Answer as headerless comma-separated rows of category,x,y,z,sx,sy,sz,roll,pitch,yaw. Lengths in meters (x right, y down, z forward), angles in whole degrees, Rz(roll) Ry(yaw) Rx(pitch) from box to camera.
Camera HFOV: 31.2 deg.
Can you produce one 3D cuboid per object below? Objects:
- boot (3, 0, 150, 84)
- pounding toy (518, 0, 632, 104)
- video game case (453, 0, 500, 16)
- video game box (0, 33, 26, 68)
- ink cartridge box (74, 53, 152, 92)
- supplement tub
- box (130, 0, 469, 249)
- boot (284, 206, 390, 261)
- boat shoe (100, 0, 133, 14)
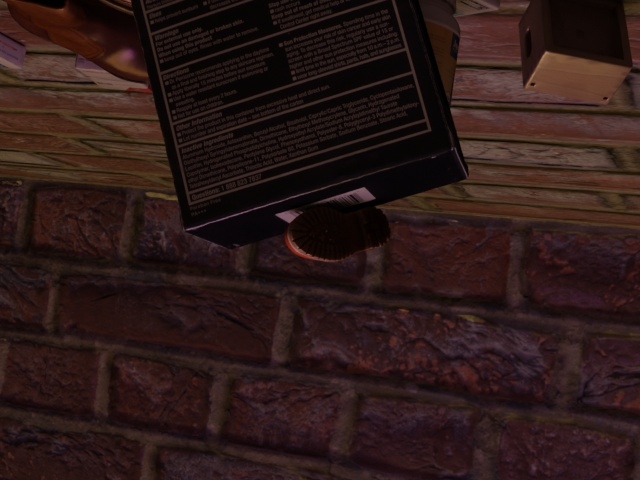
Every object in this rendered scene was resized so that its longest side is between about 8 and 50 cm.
boot,-0.290,-0.285,1.438,0.264,0.096,0.280,26,179,1
pounding toy,0.314,-0.240,1.413,0.130,0.141,0.100,9,145,-10
video game case,0.123,-0.313,1.450,0.157,0.019,0.143,13,172,-43
video game box,-0.650,-0.348,1.993,0.205,0.048,0.187,6,171,20
ink cartridge box,-0.351,-0.301,1.976,0.099,0.056,0.135,7,174,9
supplement tub,0.093,-0.210,1.401,0.144,0.199,0.144,8,175,1
box,-0.021,-0.176,1.252,0.296,0.294,0.183,-16,170,10
boot,0.000,0.000,1.250,0.085,0.059,0.158,-16,172,36
boat shoe,-0.243,-0.333,1.320,0.307,0.110,0.104,10,174,-15
